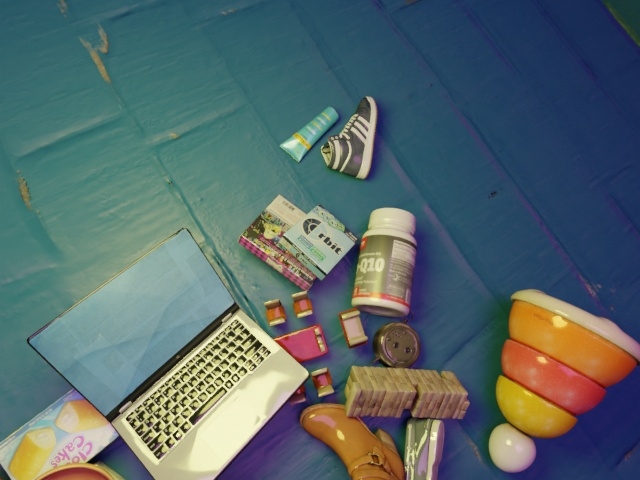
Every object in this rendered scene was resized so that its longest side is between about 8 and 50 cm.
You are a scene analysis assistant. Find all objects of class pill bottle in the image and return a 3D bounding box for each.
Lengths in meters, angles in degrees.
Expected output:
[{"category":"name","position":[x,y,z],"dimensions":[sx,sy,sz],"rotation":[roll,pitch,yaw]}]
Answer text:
[{"category":"pill bottle","position":[0.188,0.062,1.196],"dimensions":[0.161,0.161,0.284],"rotation":[14,71,-8]}]

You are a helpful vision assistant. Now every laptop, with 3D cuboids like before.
[{"category":"laptop","position":[-0.294,0.260,0.905],"dimensions":[0.407,0.237,0.382],"rotation":[37,61,21]}]

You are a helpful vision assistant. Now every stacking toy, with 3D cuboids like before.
[{"category":"stacking toy","position":[0.602,0.410,1.162],"dimensions":[0.350,0.350,0.480],"rotation":[31,89,-2]}]

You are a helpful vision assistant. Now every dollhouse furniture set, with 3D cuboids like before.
[{"category":"dollhouse furniture set","position":[-0.009,0.270,1.129],"dimensions":[0.258,0.135,0.262],"rotation":[-16,78,-5]}]

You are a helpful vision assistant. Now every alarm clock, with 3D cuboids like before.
[{"category":"alarm clock","position":[0.225,0.281,1.195],"dimensions":[0.129,0.064,0.192],"rotation":[25,67,-4]}]

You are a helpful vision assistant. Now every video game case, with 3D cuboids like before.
[{"category":"video game case","position":[-0.080,0.000,1.178],"dimensions":[0.232,0.042,0.210],"rotation":[36,46,-1]}]

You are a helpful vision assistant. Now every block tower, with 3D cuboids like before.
[{"category":"block tower","position":[0.225,0.404,1.112],"dimensions":[0.334,0.097,0.091],"rotation":[8,111,-17]}]

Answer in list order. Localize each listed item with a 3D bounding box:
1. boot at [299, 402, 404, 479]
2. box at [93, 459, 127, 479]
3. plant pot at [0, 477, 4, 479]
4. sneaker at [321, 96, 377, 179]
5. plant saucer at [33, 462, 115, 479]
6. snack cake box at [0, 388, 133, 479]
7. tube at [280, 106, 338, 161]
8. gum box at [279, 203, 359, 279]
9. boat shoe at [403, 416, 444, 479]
[{"category":"boot","position":[0.077,0.526,1.001],"dimensions":[0.283,0.220,0.109],"rotation":[32,104,-9]},{"category":"box","position":[-0.483,0.620,0.945],"dimensions":[0.186,0.038,0.145],"rotation":[36,69,-1]},{"category":"plant pot","position":[-0.734,0.553,0.834],"dimensions":[0.174,0.191,0.191],"rotation":[34,69,9]},{"category":"sneaker","position":[0.089,-0.342,1.326],"dimensions":[0.153,0.099,0.283],"rotation":[10,75,-12]},{"category":"plant saucer","position":[-0.531,0.563,0.880],"dimensions":[0.199,0.037,0.200],"rotation":[-2,95,-26]},{"category":"snack cake box","position":[-0.558,0.434,0.956],"dimensions":[0.264,0.089,0.152],"rotation":[-38,84,-20]},{"category":"tube","position":[-0.029,-0.340,1.330],"dimensions":[0.080,0.052,0.207],"rotation":[41,75,13]},{"category":"gum box","position":[0.000,0.000,1.165],"dimensions":[0.157,0.041,0.184],"rotation":[41,47,4]},{"category":"boat shoe","position":[0.240,0.617,1.074],"dimensions":[0.098,0.116,0.320],"rotation":[4,62,31]}]
